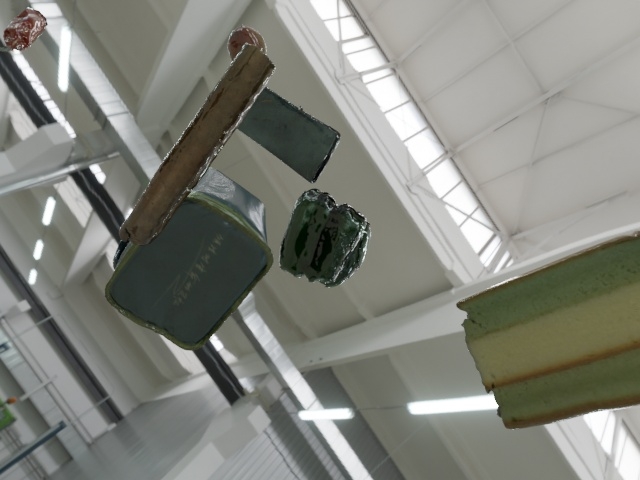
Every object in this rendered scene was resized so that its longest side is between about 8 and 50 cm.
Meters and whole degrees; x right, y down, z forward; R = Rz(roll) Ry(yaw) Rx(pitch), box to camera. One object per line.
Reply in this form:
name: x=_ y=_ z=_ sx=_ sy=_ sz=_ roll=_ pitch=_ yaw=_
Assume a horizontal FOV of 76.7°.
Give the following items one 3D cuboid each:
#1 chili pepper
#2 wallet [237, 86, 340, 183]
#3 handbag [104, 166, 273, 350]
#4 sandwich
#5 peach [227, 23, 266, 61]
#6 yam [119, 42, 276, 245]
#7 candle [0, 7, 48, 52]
chili pepper: x=0.000 y=0.000 z=1.179 sx=0.249 sy=0.233 sz=0.256 roll=21 pitch=-97 yaw=22
wallet: x=-0.121 y=-0.363 z=1.335 sx=0.379 sy=0.046 sz=0.190 roll=38 pitch=-62 yaw=15
handbag: x=-0.221 y=0.014 z=0.720 sx=0.222 sy=0.241 sz=0.263 roll=39 pitch=-81 yaw=-19
sandwich: x=0.267 y=0.107 z=0.440 sx=0.227 sy=0.199 sz=0.155 roll=68 pitch=5 yaw=-66
peach: x=-0.156 y=-0.406 z=0.851 sx=0.083 sy=0.083 sz=0.083 roll=21 pitch=-52 yaw=30
yam: x=-0.141 y=-0.097 z=0.451 sx=0.046 sy=0.046 sz=0.264 roll=42 pitch=-78 yaw=13
candle: x=-0.500 y=-0.348 z=0.671 sx=0.053 sy=0.048 sz=0.162 roll=-57 pitch=-147 yaw=31
